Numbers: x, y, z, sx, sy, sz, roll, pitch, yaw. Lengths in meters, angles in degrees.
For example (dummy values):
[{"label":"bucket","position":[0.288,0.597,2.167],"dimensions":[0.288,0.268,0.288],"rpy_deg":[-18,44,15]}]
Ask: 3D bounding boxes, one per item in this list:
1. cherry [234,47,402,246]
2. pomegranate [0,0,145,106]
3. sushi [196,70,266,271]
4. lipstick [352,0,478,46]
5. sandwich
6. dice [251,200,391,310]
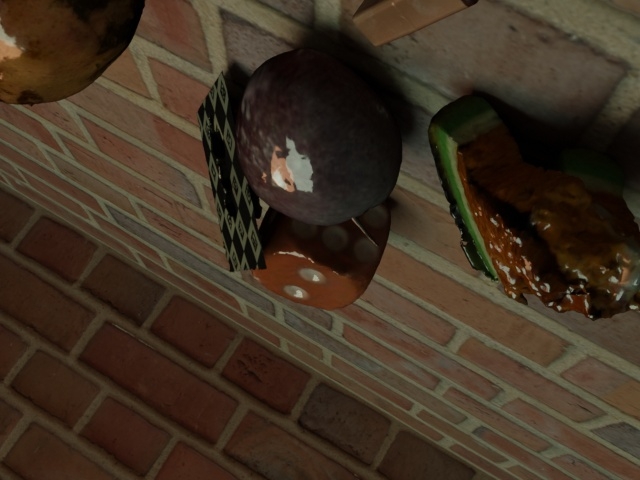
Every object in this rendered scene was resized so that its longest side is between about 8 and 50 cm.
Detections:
[{"label":"cherry","position":[-0.006,-0.120,0.888],"dimensions":[0.213,0.183,0.266],"rpy_deg":[13,138,27]},{"label":"pomegranate","position":[-0.355,-0.312,0.818],"dimensions":[0.322,0.322,0.322],"rpy_deg":[29,161,11]},{"label":"sushi","position":[-0.125,-0.094,1.123],"dimensions":[0.264,0.050,0.289],"rpy_deg":[165,93,-71]},{"label":"lipstick","position":[0.092,-0.227,0.671],"dimensions":[0.045,0.045,0.145],"rpy_deg":[39,160,-24]},{"label":"sandwich","position":[0.246,-0.028,0.743],"dimensions":[0.250,0.162,0.301],"rpy_deg":[60,180,-30]},{"label":"dice","position":[0.000,0.000,1.133],"dimensions":[0.175,0.173,0.179],"rpy_deg":[27,155,-15]}]
